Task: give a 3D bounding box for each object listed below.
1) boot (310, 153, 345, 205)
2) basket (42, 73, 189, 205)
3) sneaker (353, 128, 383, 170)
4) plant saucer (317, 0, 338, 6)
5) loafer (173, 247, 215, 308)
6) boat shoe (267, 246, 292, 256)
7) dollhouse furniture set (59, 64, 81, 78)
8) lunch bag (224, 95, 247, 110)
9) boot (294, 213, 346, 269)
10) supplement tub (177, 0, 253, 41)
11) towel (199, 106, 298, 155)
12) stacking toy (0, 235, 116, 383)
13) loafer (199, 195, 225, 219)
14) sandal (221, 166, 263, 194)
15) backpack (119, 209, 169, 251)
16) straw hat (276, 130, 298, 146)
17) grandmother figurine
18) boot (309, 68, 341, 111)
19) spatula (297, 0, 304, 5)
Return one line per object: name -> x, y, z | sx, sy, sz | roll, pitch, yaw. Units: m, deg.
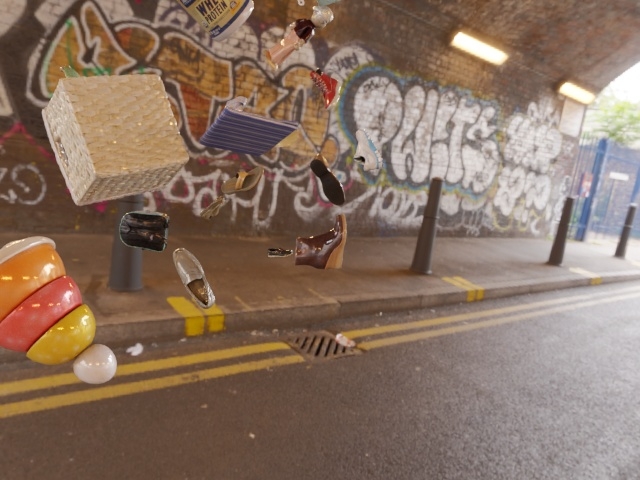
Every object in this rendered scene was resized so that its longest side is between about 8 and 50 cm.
boot -> 0.053, -0.333, 2.467 | 0.112, 0.305, 0.115 | -20, 26, 23
basket -> -0.643, -0.325, 1.452 | 0.331, 0.329, 0.266 | -21, 1, -42
sneaker -> 0.148, -0.315, 1.586 | 0.082, 0.071, 0.191 | -19, 54, -3
plant saucer -> 0.066, -1.025, 1.886 | 0.192, 0.067, 0.018 | -25, 7, -15
loafer -> -0.596, 0.176, 2.140 | 0.112, 0.320, 0.111 | -32, -1, -11
boat shoe -> -0.213, 0.060, 2.374 | 0.132, 0.042, 0.049 | -2, 20, 9
dollhouse furniture set -> -1.023, -0.674, 2.090 | 0.151, 0.302, 0.197 | -35, 54, -12
lunch bag -> -0.329, -0.530, 1.789 | 0.083, 0.053, 0.071 | -23, 33, 14
boot -> 0.000, 0.000, 1.930 | 0.206, 0.249, 0.090 | 7, 4, -3
supplement tub -> -0.446, -0.985, 1.796 | 0.316, 0.228, 0.228 | 41, -11, -35
towel -> -0.248, -0.357, 1.508 | 0.243, 0.040, 0.336 | 5, -9, -28
stacking toy -> -0.814, 0.257, 1.373 | 0.480, 0.350, 0.350 | 45, 9, -5
loafer -> -0.440, -0.134, 1.888 | 0.148, 0.050, 0.056 | -30, 20, 35
sandal -> -0.261, -0.196, 1.473 | 0.180, 0.072, 0.049 | -13, -30, 30
backpack -> -0.739, -0.046, 1.911 | 0.188, 0.166, 0.144 | 6, 10, -18
straw hat -> -0.173, -0.480, 1.981 | 0.144, 0.145, 0.061 | 10, -21, 13
grandmother figurine -> -0.094, -0.895, 1.982 | 0.342, 0.208, 0.104 | -31, -31, 21
boot -> 0.010, -0.776, 2.328 | 0.176, 0.088, 0.244 | 28, 46, -23
spatula -> -0.035, -0.824, 1.351 | 0.168, 0.242, 0.019 | -16, 1, -7
